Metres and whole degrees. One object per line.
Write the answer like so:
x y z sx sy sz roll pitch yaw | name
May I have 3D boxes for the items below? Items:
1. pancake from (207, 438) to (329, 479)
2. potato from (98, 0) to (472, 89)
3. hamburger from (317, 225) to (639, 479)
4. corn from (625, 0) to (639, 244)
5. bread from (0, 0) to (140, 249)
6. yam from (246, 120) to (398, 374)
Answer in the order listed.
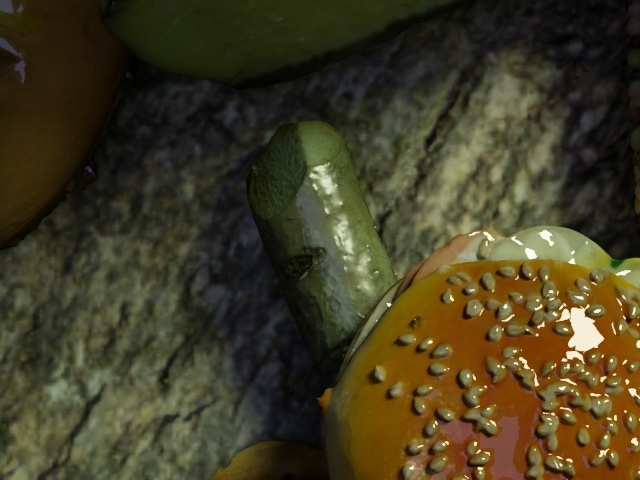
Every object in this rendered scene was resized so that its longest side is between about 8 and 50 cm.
0.032 0.206 0.860 0.257 0.056 0.212 -21 86 5 | pancake
0.010 -0.242 0.746 0.330 0.280 0.213 -21 76 20 | potato
0.108 0.107 0.788 0.236 0.147 0.237 3 66 -7 | hamburger
0.215 -0.105 0.838 0.092 0.092 0.281 -4 83 6 | corn
-0.212 -0.105 0.850 0.204 0.162 0.262 28 106 -4 | bread
0.000 0.000 0.864 0.069 0.070 0.147 -22 87 6 | yam
